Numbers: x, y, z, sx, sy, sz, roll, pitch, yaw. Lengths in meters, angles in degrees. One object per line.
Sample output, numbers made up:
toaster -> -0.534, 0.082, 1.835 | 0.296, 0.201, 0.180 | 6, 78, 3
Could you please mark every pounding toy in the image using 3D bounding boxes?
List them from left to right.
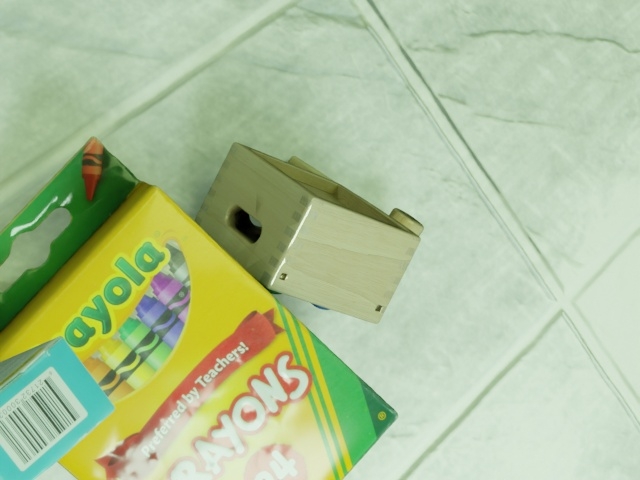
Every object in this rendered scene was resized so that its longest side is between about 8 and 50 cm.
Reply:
pounding toy -> -0.001, -0.002, 1.283 | 0.206, 0.181, 0.094 | 20, 101, -41

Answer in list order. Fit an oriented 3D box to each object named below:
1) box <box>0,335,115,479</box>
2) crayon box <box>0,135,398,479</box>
box -> -0.239, 0.136, 0.997 | 0.100, 0.244, 0.060 | -41, 101, -35
crayon box -> -0.122, 0.100, 1.144 | 0.318, 0.081, 0.202 | 43, 83, -15
